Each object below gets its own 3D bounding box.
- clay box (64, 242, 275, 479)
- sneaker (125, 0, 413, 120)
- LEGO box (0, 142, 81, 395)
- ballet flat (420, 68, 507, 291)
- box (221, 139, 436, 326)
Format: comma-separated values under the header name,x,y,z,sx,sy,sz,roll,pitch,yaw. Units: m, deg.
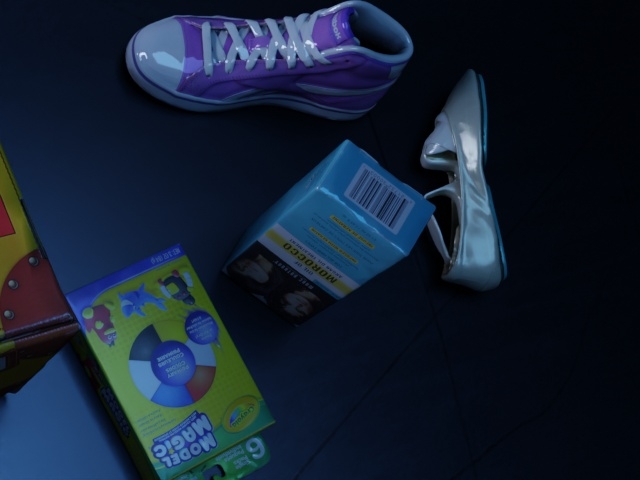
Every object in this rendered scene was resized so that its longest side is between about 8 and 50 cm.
name,x,y,z,sx,sy,sz,roll,pitch,yaw
clay box,-0.136,0.128,1.181,0.127,0.053,0.222,-26,83,-29
sneaker,-0.044,-0.200,1.284,0.282,0.161,0.102,1,73,-23
LEGO box,-0.491,-0.006,0.946,0.500,0.193,0.372,-16,76,-36
ballet flat,0.146,-0.067,1.373,0.086,0.086,0.248,3,71,-24
box,0.000,0.000,1.179,0.100,0.244,0.060,37,61,-8
